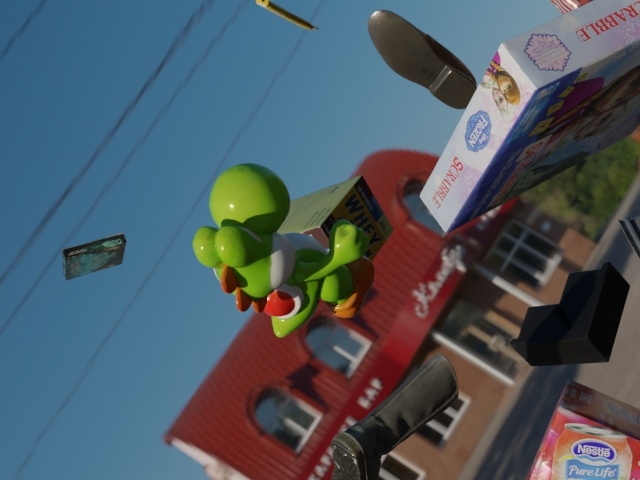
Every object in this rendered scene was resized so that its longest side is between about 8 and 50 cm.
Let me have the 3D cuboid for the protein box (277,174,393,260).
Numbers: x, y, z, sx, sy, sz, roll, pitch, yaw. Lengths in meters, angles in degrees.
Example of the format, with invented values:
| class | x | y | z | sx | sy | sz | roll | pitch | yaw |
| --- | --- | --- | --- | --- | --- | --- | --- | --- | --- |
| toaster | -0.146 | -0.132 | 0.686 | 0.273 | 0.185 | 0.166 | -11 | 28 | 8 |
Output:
| class | x | y | z | sx | sy | sz | roll | pitch | yaw |
| --- | --- | --- | --- | --- | --- | --- | --- | --- | --- |
| protein box | 0.000 | 0.000 | 2.039 | 0.201 | 0.136 | 0.200 | -18 | 22 | 38 |

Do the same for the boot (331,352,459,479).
| class | x | y | z | sx | sy | sz | roll | pitch | yaw |
| --- | --- | --- | --- | --- | --- | --- | --- | --- | --- |
| boot | 0.110 | 0.279 | 1.498 | 0.208 | 0.076 | 0.190 | -39 | -33 | -31 |

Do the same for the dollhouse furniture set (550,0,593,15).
| class | x | y | z | sx | sy | sz | roll | pitch | yaw |
| --- | --- | --- | --- | --- | --- | --- | --- | --- | --- |
| dollhouse furniture set | 0.395 | -0.470 | 1.348 | 0.374 | 0.201 | 0.152 | -42 | -12 | -13 |

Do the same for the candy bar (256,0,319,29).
| class | x | y | z | sx | sy | sz | roll | pitch | yaw |
| --- | --- | --- | --- | --- | --- | --- | --- | --- | --- |
| candy bar | -0.066 | -0.442 | 2.033 | 0.161 | 0.040 | 0.018 | 17 | -80 | -50 |

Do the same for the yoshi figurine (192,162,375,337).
| class | x | y | z | sx | sy | sz | roll | pitch | yaw |
| --- | --- | --- | --- | --- | --- | --- | --- | --- | --- |
| yoshi figurine | -0.053 | -0.004 | 1.501 | 0.203 | 0.203 | 0.362 | -37 | -25 | 13 |

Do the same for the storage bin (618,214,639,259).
| class | x | y | z | sx | sy | sz | roll | pitch | yaw |
| --- | --- | --- | --- | --- | --- | --- | --- | --- | --- |
| storage bin | 0.485 | 0.003 | 1.430 | 0.091 | 0.135 | 0.098 | -32 | 37 | 18 |

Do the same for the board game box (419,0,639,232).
| class | x | y | z | sx | sy | sz | roll | pitch | yaw |
| --- | --- | --- | --- | --- | --- | --- | --- | --- | --- |
| board game box | 0.292 | -0.165 | 1.183 | 0.318 | 0.066 | 0.319 | -28 | -18 | -21 |

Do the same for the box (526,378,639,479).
| class | x | y | z | sx | sy | sz | roll | pitch | yaw |
| --- | --- | --- | --- | --- | --- | --- | --- | --- | --- |
| box | 0.325 | 0.256 | 1.227 | 0.123 | 0.128 | 0.257 | -69 | -16 | 5 |

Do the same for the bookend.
| class | x | y | z | sx | sy | sz | roll | pitch | yaw |
| --- | --- | --- | --- | --- | --- | --- | --- | --- | --- |
| bookend | 0.423 | 0.127 | 1.760 | 0.157 | 0.072 | 0.156 | -12 | 44 | 46 |

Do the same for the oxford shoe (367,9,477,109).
| class | x | y | z | sx | sy | sz | roll | pitch | yaw |
| --- | --- | --- | --- | --- | --- | --- | --- | --- | --- |
| oxford shoe | 0.160 | -0.294 | 1.641 | 0.076 | 0.212 | 0.076 | -41 | 20 | 33 |

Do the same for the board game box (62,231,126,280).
| class | x | y | z | sx | sy | sz | roll | pitch | yaw |
| --- | --- | --- | --- | --- | --- | --- | --- | --- | --- |
| board game box | -0.465 | 0.034 | 2.129 | 0.126 | 0.026 | 0.186 | -17 | -10 | -17 |
